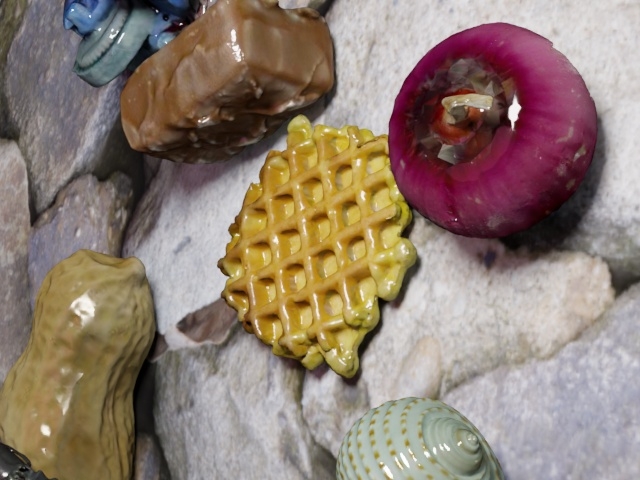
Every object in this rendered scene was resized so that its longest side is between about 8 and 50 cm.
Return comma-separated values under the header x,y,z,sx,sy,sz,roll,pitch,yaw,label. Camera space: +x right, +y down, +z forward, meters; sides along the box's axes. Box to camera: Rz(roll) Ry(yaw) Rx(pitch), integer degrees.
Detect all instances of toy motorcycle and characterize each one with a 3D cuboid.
x,y,z,sx,sy,sz,roll,pitch,yaw,label
-0.177,-0.296,1.511,0.241,0.182,0.319,-22,35,4,toy motorcycle

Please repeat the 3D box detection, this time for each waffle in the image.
x,y,z,sx,sy,sz,roll,pitch,yaw,label
0.000,0.000,1.319,0.243,0.058,0.238,28,99,45,waffle

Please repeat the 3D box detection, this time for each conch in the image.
x,y,z,sx,sy,sz,roll,pitch,yaw,label
0.085,0.216,1.115,0.172,0.131,0.200,51,151,14,conch

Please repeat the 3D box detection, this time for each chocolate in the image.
x,y,z,sx,sy,sz,roll,pitch,yaw,label
-0.089,-0.152,1.378,0.214,0.148,0.093,-29,66,42,chocolate

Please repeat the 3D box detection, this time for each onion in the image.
x,y,z,sx,sy,sz,roll,pitch,yaw,label
0.136,-0.089,1.117,0.177,0.153,0.177,-22,64,57,onion

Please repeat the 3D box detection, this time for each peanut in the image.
x,y,z,sx,sy,sz,roll,pitch,yaw,label
-0.271,0.154,1.493,0.159,0.143,0.291,8,87,8,peanut

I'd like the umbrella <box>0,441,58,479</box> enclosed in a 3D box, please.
x,y,z,sx,sy,sz,roll,pitch,yaw,label
-0.227,0.329,1.338,0.336,0.154,0.128,30,114,9,umbrella
